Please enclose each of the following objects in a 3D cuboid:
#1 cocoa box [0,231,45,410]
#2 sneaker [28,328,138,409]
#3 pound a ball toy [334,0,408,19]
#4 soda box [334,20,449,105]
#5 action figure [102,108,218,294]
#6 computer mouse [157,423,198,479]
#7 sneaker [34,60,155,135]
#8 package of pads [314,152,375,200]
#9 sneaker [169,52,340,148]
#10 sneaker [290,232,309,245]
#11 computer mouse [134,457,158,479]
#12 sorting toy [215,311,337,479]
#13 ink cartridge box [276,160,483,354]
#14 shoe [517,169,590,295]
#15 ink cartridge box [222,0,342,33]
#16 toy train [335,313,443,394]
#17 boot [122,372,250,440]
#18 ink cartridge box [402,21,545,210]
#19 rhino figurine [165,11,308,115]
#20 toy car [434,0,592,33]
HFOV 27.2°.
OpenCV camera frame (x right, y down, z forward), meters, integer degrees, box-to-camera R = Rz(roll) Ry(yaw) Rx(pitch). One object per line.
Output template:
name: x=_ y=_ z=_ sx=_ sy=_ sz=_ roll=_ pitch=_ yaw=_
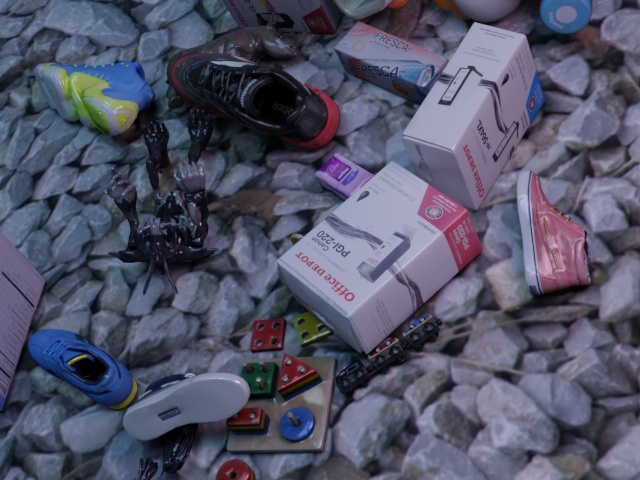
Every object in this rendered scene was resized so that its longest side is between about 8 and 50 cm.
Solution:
cocoa box: x=-0.620 y=0.098 z=1.896 sx=0.347 sy=0.231 sz=0.228 roll=-2 pitch=57 yaw=22
sneaker: x=-0.341 y=0.162 z=1.829 sx=0.209 sy=0.082 sz=0.069 roll=25 pitch=71 yaw=36
pound a ball toy: x=0.142 y=-0.437 z=1.946 sx=0.319 sy=0.136 sz=0.208 roll=-44 pitch=17 yaw=-25
soda box: x=0.109 y=-0.258 z=1.942 sx=0.183 sy=0.058 sz=0.063 roll=29 pitch=72 yaw=36
action figure: x=-0.228 y=-0.063 z=1.901 sx=0.164 sy=0.141 sz=0.276 roll=-6 pitch=52 yaw=11
computer mouse: x=-0.212 y=0.334 z=1.685 sx=0.071 sy=0.041 sz=0.242 roll=-9 pitch=45 yaw=49
sneaker: x=-0.356 y=-0.245 z=2.133 sx=0.126 sy=0.091 sz=0.240 roll=-35 pitch=48 yaw=-27
package of pads: x=0.038 y=-0.086 z=1.869 sx=0.050 sy=0.032 sz=0.083 roll=-45 pitch=52 yaw=-14
sneaker: x=-0.110 y=-0.217 z=1.919 sx=0.276 sy=0.135 sz=0.098 roll=23 pitch=92 yaw=20
sneaker: x=0.000 y=0.000 z=1.831 sx=0.083 sy=0.032 sz=0.037 roll=11 pitch=48 yaw=24
computer mouse: x=-0.291 y=0.346 z=1.688 sx=0.193 sy=0.042 sz=0.106 roll=-20 pitch=40 yaw=28
sorting toy: x=-0.053 y=0.196 z=1.702 sx=0.132 sy=0.046 sz=0.274 roll=-4 pitch=55 yaw=21
ink cartridge box: x=0.076 y=0.020 z=1.728 sx=0.218 sy=0.092 sz=0.158 roll=-42 pitch=48 yaw=-12
shoe: x=0.299 y=-0.015 z=1.689 sx=0.081 sy=0.063 sz=0.178 roll=-10 pitch=59 yaw=16
ink cartridge box: x=-0.065 y=-0.390 z=2.066 sx=0.175 sy=0.127 sz=0.072 roll=6 pitch=62 yaw=28
toy train: x=0.087 y=0.144 z=1.691 sx=0.158 sy=0.027 sz=0.036 roll=-33 pitch=38 yaw=0
boot: x=-0.166 y=0.195 z=1.711 sx=0.190 sy=0.069 sz=0.086 roll=-18 pitch=21 yaw=24
ink cartridge box: x=0.208 y=-0.164 z=1.775 sx=0.086 sy=0.148 sz=0.203 roll=20 pitch=68 yaw=31
rhino figurine: x=-0.132 y=-0.283 z=2.056 sx=0.243 sy=0.073 sz=0.106 roll=-23 pitch=54 yaw=5
toy car: x=0.256 y=-0.399 z=1.900 sx=0.238 sy=0.210 sz=0.219 roll=-18 pitch=40 yaw=27
